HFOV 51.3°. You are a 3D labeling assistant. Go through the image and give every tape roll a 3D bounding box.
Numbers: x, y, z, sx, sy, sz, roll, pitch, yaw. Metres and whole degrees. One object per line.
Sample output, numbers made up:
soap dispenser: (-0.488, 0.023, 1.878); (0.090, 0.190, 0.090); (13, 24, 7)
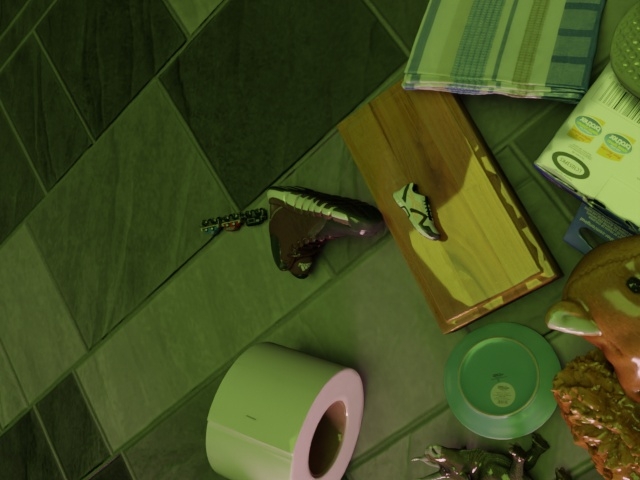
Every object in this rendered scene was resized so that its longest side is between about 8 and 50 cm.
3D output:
tape roll: (-0.055, 0.311, 1.135); (0.169, 0.246, 0.245); (13, 94, 29)

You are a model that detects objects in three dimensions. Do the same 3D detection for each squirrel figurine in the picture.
squirrel figurine: (0.425, 0.187, 0.813); (0.370, 0.281, 0.397); (41, 136, 10)

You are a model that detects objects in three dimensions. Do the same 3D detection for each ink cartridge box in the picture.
ink cartridge box: (0.490, -0.136, 0.917); (0.270, 0.151, 0.395); (40, 104, 23)

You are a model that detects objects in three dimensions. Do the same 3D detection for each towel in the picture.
towel: (0.286, -0.311, 1.053); (0.285, 0.034, 0.209); (10, 66, 22)

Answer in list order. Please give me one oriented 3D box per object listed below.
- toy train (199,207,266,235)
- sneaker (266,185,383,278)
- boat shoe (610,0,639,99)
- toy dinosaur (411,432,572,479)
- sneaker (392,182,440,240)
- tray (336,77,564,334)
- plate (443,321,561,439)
toy train: (-0.177, -0.036, 1.341); (0.158, 0.027, 0.036); (-10, 94, 27)
sneaker: (0.000, 0.000, 1.191); (0.281, 0.107, 0.162); (21, 108, 51)
boat shoe: (0.571, -0.188, 0.717); (0.500, 0.156, 0.186); (17, 98, 42)
toy dinosaur: (0.308, 0.405, 1.028); (0.313, 0.121, 0.160); (46, 120, 17)
sneaker: (0.161, -0.047, 1.070); (0.044, 0.040, 0.109); (-41, 70, 18)
tray: (0.204, -0.074, 1.112); (0.203, 0.076, 0.410); (-33, 74, 23)
plate: (0.281, 0.215, 1.047); (0.188, 0.024, 0.188); (-14, 59, 25)
